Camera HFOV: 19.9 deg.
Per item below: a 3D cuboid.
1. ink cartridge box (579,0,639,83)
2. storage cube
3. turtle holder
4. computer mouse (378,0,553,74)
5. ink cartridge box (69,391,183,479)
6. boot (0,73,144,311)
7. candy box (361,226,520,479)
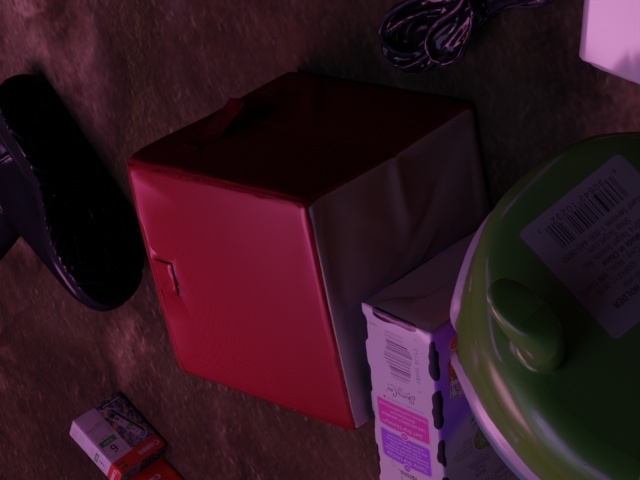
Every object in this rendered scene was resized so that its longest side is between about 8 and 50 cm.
[{"bbox_3d":[0.229,-0.209,0.950,0.100,0.172,0.237,29,135,34],"label":"ink cartridge box"},{"bbox_3d":[0.000,0.000,1.361,0.193,0.184,0.215,15,126,43],"label":"storage cube"},{"bbox_3d":[0.233,0.084,1.140,0.320,0.243,0.227,21,158,0],"label":"turtle holder"},{"bbox_3d":[0.044,-0.254,1.233,0.272,0.072,0.188,50,143,-9],"label":"computer mouse"},{"bbox_3d":[-0.193,0.214,1.843,0.115,0.063,0.029,45,144,18],"label":"ink cartridge box"},{"bbox_3d":[-0.282,-0.014,1.754,0.207,0.094,0.246,-39,77,50],"label":"boot"},{"bbox_3d":[0.116,0.101,1.313,0.070,0.165,0.196,22,130,40],"label":"candy box"}]
